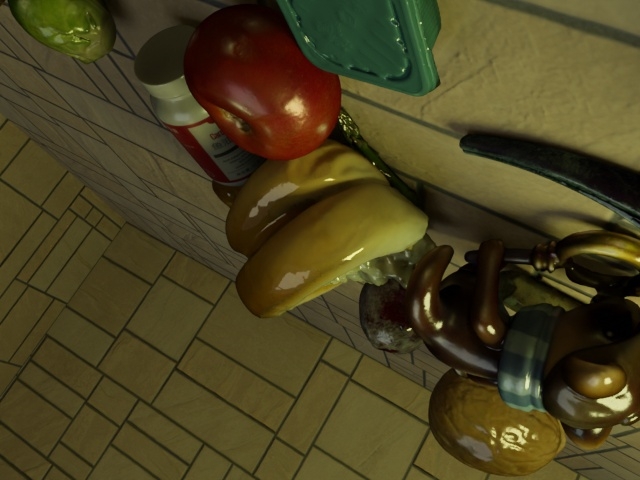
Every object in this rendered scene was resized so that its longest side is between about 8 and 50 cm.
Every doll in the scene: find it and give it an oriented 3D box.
[{"bbox_3d":[0.287,0.119,0.811,0.340,0.209,0.317,20,141,44],"label":"doll"}]

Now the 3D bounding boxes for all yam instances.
[{"bbox_3d":[0.423,0.143,0.931,0.317,0.067,0.071,30,124,5],"label":"yam"}]

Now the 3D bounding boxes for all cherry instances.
[{"bbox_3d":[0.167,0.149,1.243,0.195,0.195,0.195,29,166,8],"label":"cherry"}]

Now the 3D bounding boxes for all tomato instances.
[{"bbox_3d":[-0.063,-0.184,0.683,0.195,0.136,0.195,33,167,8],"label":"tomato"}]

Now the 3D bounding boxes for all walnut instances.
[{"bbox_3d":[0.440,0.437,1.460,0.333,0.332,0.333,29,166,8],"label":"walnut"}]

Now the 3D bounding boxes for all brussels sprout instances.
[{"bbox_3d":[-0.382,-0.340,0.870,0.155,0.117,0.155,18,-177,-1],"label":"brussels sprout"}]

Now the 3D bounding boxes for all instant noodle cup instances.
[{"bbox_3d":[0.033,-0.219,0.512,0.157,0.070,0.179,24,165,31],"label":"instant noodle cup"}]

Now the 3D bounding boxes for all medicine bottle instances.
[{"bbox_3d":[-0.166,-0.193,0.884,0.131,0.131,0.250,24,164,27],"label":"medicine bottle"}]

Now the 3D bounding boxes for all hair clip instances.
[{"bbox_3d":[0.272,-0.065,0.612,0.275,0.048,0.083,31,168,24],"label":"hair clip"}]

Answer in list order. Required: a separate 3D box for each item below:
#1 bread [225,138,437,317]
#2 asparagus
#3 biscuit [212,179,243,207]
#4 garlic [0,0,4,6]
[{"bbox_3d":[0.015,-0.021,0.936,0.329,0.245,0.424,-12,173,-2],"label":"bread"},{"bbox_3d":[0.085,-0.110,0.853,0.034,0.027,0.236,13,157,49],"label":"asparagus"},{"bbox_3d":[-0.139,-0.093,1.301,0.221,0.066,0.220,26,164,8],"label":"biscuit"},{"bbox_3d":[-0.479,-0.422,0.817,0.087,0.101,0.195,26,163,2],"label":"garlic"}]
